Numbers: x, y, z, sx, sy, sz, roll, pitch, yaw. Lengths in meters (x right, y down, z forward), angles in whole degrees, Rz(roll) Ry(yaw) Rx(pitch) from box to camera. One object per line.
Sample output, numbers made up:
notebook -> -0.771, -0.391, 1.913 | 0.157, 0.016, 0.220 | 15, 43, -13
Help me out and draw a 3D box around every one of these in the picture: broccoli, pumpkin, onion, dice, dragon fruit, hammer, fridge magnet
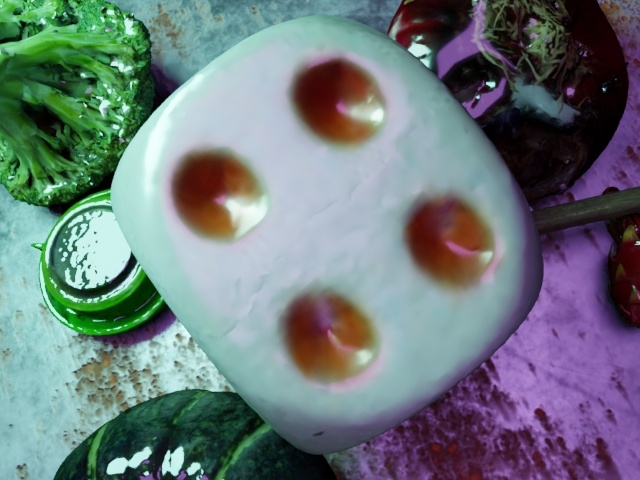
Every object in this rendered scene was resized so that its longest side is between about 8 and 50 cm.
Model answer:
broccoli -> -0.371, -0.197, 0.772 | 0.307, 0.275, 0.308 | 4, 104, 14
pumpkin -> -0.127, 0.312, 0.574 | 0.323, 0.241, 0.324 | -2, 76, 9
onion -> 0.218, -0.192, 0.701 | 0.313, 0.232, 0.314 | 1, 85, -13
dice -> 0.000, 0.000, 0.555 | 0.277, 0.304, 0.304 | -37, 88, -4
dragon fruit -> 0.382, 0.012, 0.675 | 0.094, 0.094, 0.191 | -1, 61, 9
hammer -> 0.376, -0.052, 0.670 | 0.365, 0.044, 0.111 | -13, 41, -2
fridge magnet -> -0.285, 0.024, 0.770 | 0.207, 0.088, 0.208 | -2, 72, 8

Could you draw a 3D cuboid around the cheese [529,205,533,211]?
cheese -> 0.153, -0.021, 0.736 | 0.234, 0.050, 0.127 | -4, 72, 8
